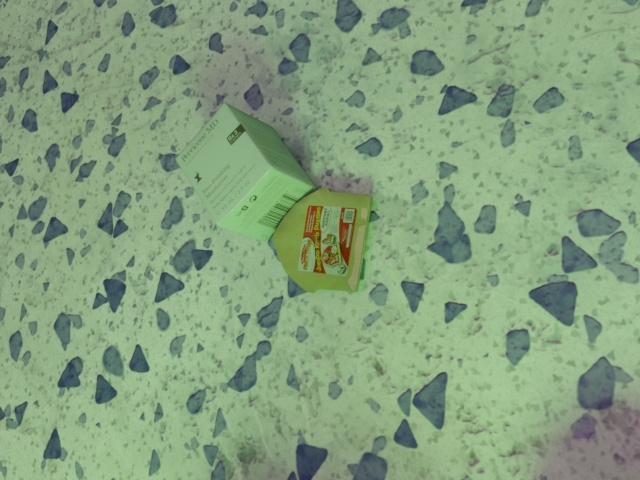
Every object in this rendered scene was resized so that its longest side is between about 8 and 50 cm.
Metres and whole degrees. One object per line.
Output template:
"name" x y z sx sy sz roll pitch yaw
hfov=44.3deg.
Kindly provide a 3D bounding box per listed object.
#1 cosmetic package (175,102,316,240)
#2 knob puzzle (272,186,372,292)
"cosmetic package" -0.138 -0.124 1.455 0.151 0.151 0.183 -46 60 16
"knob puzzle" 0.000 0.000 1.413 0.213 0.030 0.213 -7 77 31
